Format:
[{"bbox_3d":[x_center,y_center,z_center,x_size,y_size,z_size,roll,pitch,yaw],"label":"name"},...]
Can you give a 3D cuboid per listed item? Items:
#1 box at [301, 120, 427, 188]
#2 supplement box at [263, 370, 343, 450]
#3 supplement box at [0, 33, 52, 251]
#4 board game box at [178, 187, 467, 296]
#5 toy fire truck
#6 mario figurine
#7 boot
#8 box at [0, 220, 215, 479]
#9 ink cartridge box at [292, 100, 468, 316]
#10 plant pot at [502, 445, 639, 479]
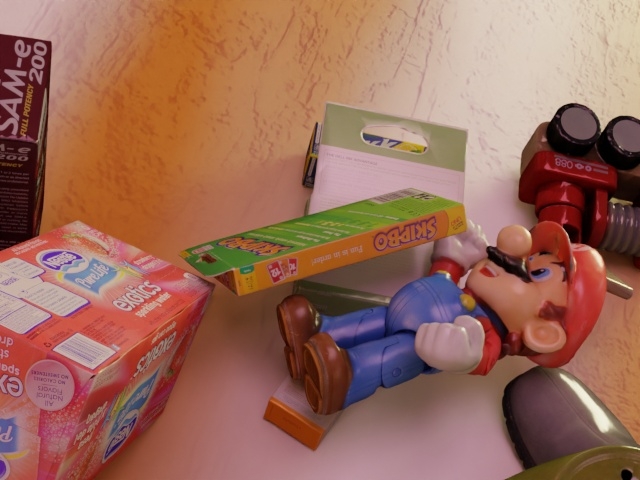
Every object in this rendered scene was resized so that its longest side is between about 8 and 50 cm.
[{"bbox_3d":[0.067,-0.081,1.327,0.169,0.054,0.059,12,50,-5],"label":"box"},{"bbox_3d":[-0.003,0.146,1.139,0.062,0.036,0.098,31,51,11],"label":"supplement box"},{"bbox_3d":[-0.296,-0.062,1.094,0.073,0.239,0.130,5,52,-11],"label":"supplement box"},{"bbox_3d":[0.000,0.000,1.136,0.259,0.039,0.124,-13,14,-18],"label":"board game box"},{"bbox_3d":[0.336,-0.017,1.300,0.217,0.158,0.246,13,62,-5],"label":"toy fire truck"},{"bbox_3d":[0.123,0.046,1.106,0.320,0.170,0.198,-14,62,-17],"label":"mario figurine"},{"bbox_3d":[0.313,0.207,1.053,0.118,0.223,0.338,-23,61,-27],"label":"boot"},{"bbox_3d":[-0.216,0.096,0.962,0.154,0.142,0.300,25,14,5],"label":"box"},{"bbox_3d":[0.068,-0.026,1.259,0.171,0.056,0.235,11,60,-6],"label":"ink cartridge box"},{"bbox_3d":[0.192,0.288,0.911,0.274,0.293,0.275,8,51,-9],"label":"plant pot"}]
